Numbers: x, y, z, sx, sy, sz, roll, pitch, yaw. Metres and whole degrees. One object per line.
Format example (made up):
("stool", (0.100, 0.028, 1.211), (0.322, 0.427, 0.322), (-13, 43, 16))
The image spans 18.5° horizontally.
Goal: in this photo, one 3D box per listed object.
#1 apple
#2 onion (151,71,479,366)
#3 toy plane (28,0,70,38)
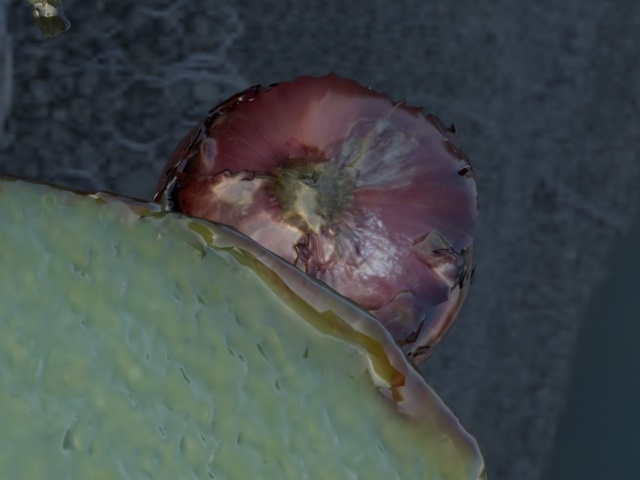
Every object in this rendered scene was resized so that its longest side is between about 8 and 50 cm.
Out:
("apple", (-0.098, 0.118, 0.459), (0.346, 0.179, 0.254), (-19, 144, -35))
("onion", (0.000, 0.000, 1.077), (0.147, 0.184, 0.184), (60, 44, -81))
("toy plane", (-0.019, -0.123, 0.482), (0.104, 0.256, 0.242), (56, 31, -26))
